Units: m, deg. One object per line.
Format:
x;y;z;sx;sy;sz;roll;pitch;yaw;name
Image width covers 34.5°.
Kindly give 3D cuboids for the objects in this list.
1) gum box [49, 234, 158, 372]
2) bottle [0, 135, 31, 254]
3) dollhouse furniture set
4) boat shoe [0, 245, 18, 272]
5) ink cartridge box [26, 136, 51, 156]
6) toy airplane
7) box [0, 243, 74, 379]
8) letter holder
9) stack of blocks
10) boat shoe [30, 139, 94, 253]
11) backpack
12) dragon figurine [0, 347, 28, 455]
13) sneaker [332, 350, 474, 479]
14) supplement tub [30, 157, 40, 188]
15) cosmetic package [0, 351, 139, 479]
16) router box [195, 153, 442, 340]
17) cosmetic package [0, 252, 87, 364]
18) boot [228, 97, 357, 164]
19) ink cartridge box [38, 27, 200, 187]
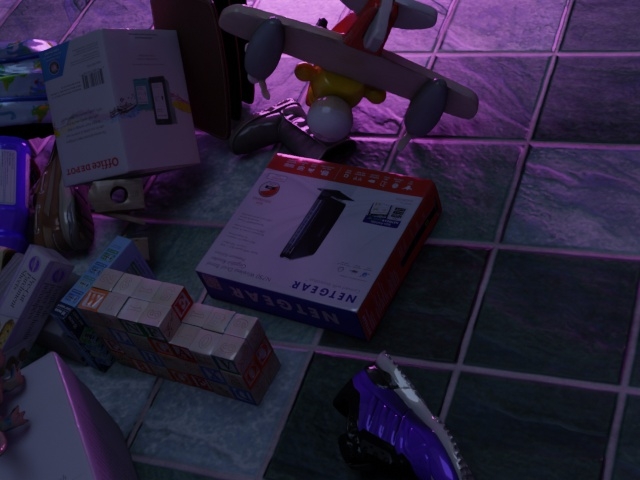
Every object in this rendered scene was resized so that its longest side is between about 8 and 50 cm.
-0.365;0.110;1.796;0.041;0.157;0.184;16;57;33;gum box
-0.623;-0.060;2.040;0.092;0.118;0.283;4;72;-23;bottle
-0.385;-0.031;1.977;0.101;0.161;0.182;-5;0;-10;dollhouse furniture set
-0.610;0.087;1.947;0.048;0.056;0.153;13;97;30;boat shoe
-0.698;-0.326;2.398;0.261;0.066;0.296;7;51;26;ink cartridge box
0.055;-0.312;1.885;0.386;0.384;0.272;11;78;33;toy airplane
-0.533;0.163;1.769;0.067;0.063;0.324;34;98;32;box
-0.207;-0.382;2.070;0.152;0.302;0.214;-31;43;-33;letter holder
-0.230;0.155;1.691;0.297;0.171;0.087;11;54;29;stack of blocks
-0.532;-0.101;2.088;0.116;0.123;0.324;-19;43;7;boat shoe
-0.687;-0.303;2.147;0.355;0.290;0.273;13;95;15;backpack
-0.498;0.243;1.454;0.144;0.085;0.289;-28;41;3;dragon figurine
0.109;0.299;1.484;0.146;0.102;0.293;-33;41;-4;sneaker
-0.683;-0.100;2.155;0.106;0.106;0.198;15;56;32;supplement tub
-0.344;0.403;1.464;0.161;0.230;0.453;-29;44;-4;cosmetic package
0.000;0.000;1.808;0.335;0.082;0.301;12;54;30;router box
-0.489;0.122;1.872;0.238;0.107;0.127;13;57;35;cosmetic package
-0.057;-0.185;2.022;0.189;0.076;0.208;-35;53;-10;boot
-0.387;-0.254;1.998;0.198;0.270;0.197;-8;3;39;ink cartridge box
